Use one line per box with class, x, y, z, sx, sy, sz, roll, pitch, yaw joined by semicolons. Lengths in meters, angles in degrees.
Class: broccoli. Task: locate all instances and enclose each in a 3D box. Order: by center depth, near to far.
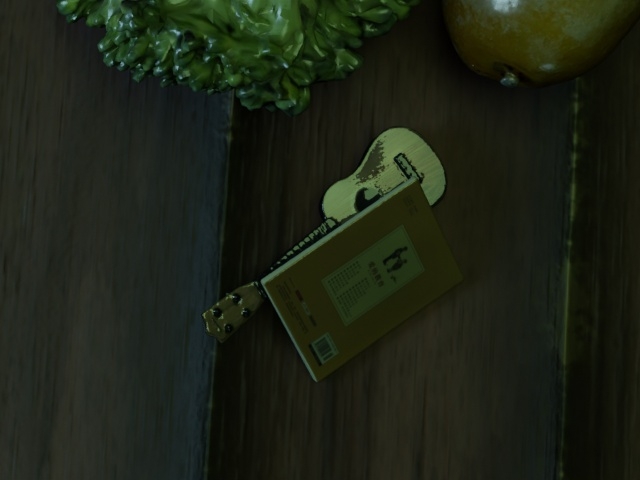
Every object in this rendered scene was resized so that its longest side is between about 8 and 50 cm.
broccoli;-0.065;-0.280;1.347;0.334;0.272;0.324;52;37;4

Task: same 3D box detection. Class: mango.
mango;0.233;-0.313;1.402;0.199;0.221;0.384;19;85;-20

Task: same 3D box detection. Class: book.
book;0.040;0.036;1.410;0.172;0.012;0.118;-34;118;-14

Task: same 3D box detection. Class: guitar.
guitar;-0.001;0.001;1.416;0.271;0.038;0.084;-39;92;-15
